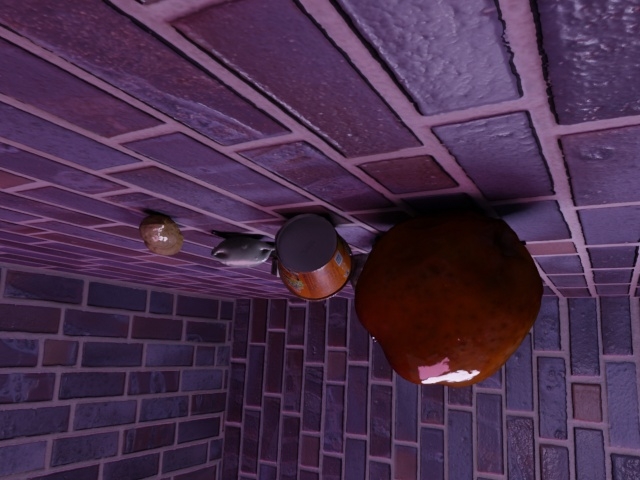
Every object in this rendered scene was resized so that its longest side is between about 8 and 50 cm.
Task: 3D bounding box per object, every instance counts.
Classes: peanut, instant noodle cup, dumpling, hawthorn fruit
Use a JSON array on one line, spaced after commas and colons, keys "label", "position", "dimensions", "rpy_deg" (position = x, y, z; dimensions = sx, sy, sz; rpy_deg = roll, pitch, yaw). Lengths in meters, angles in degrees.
[{"label": "peanut", "position": [-0.477, -0.014, 1.570], "dimensions": [0.117, 0.101, 0.263], "rpy_deg": [-15, 172, -13]}, {"label": "instant noodle cup", "position": [-0.027, 0.038, 1.471], "dimensions": [0.230, 0.230, 0.182], "rpy_deg": [1, 160, 9]}, {"label": "dumpling", "position": [-0.262, 0.024, 1.764], "dimensions": [0.217, 0.149, 0.105], "rpy_deg": [-4, 130, 0]}, {"label": "hawthorn fruit", "position": [0.326, 0.126, 1.333], "dimensions": [0.472, 0.471, 0.472], "rpy_deg": [3, 169, 1]}]

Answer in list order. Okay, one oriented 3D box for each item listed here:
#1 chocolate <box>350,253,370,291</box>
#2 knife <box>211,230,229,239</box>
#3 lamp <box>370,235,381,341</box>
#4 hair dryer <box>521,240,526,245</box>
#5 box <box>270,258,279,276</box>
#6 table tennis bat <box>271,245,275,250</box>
[{"label": "chocolate", "position": [0.254, 0.176, 2.074], "dimensions": [0.303, 0.213, 0.303], "rpy_deg": [4, 169, 1]}, {"label": "knife", "position": [-0.329, -0.013, 1.769], "dimensions": [0.023, 0.010, 0.170], "rpy_deg": [-1, 170, 15]}, {"label": "lamp", "position": [0.289, 0.141, 1.734], "dimensions": [0.272, 0.205, 0.374], "rpy_deg": [-7, 131, -7]}, {"label": "hair dryer", "position": [0.612, 0.037, 1.663], "dimensions": [0.083, 0.031, 0.079], "rpy_deg": [-39, 171, -19]}, {"label": "box", "position": [-0.108, 0.115, 2.120], "dimensions": [0.164, 0.069, 0.256], "rpy_deg": [5, 177, -10]}, {"label": "table tennis bat", "position": [-0.113, 0.046, 1.943], "dimensions": [0.321, 0.050, 0.198], "rpy_deg": [8, 170, -8]}]
